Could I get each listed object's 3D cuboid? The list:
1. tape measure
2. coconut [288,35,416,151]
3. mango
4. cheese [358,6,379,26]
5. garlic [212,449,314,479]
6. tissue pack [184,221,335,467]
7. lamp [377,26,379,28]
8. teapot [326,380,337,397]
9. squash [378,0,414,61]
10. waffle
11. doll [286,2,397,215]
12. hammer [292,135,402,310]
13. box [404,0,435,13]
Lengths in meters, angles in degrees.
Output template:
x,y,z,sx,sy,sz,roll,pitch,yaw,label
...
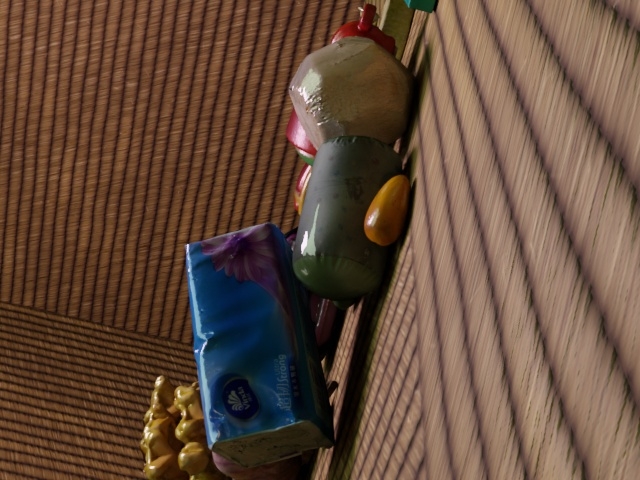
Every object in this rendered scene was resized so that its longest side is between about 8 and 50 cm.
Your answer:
x,y,z,sx,sy,sz,roll,pitch,yaw,label
-0.036,0.085,1.585,0.231,0.149,0.245,-121,44,-82,tape measure
0.050,-0.197,1.272,0.161,0.162,0.161,59,171,15,coconut
0.081,-0.036,1.079,0.089,0.046,0.060,-64,2,-15,mango
0.085,-0.392,1.706,0.060,0.041,0.084,96,-178,-48,cheese
-0.080,0.294,1.499,0.245,0.160,0.245,-15,-90,-74,garlic
-0.080,0.140,1.205,0.198,0.146,0.264,65,-168,-66,tissue pack
0.091,-0.423,2.022,0.101,0.090,0.101,-41,-22,-21,lamp
-0.017,0.249,1.352,0.121,0.076,0.068,-47,9,-12,teapot
0.129,-0.384,1.659,0.252,0.048,0.252,-166,90,-89,squash
-0.177,0.383,1.628,0.324,0.151,0.261,34,-138,-52,waffle
0.034,-0.191,1.445,0.183,0.160,0.363,-80,5,-59,doll
0.031,0.014,1.258,0.335,0.118,0.207,96,-173,-66,hammer
0.156,-0.422,1.347,0.226,0.042,0.161,-86,12,-70,box
